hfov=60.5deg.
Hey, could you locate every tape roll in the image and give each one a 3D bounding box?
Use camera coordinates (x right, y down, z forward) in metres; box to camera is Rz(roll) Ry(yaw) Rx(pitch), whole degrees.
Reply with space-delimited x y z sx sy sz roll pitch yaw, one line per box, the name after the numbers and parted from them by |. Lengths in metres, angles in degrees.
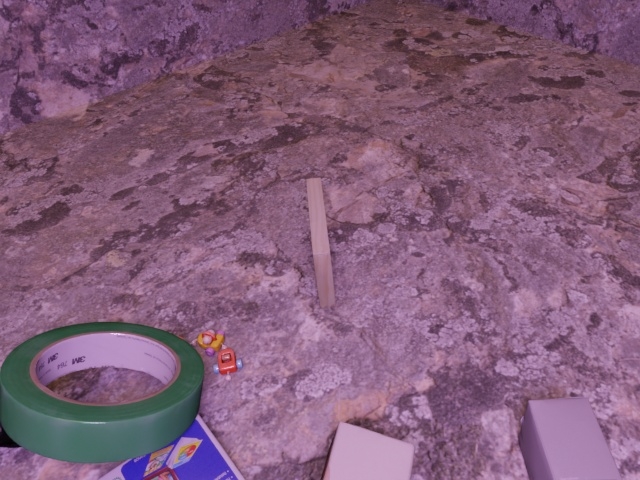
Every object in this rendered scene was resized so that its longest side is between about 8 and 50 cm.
-0.366 0.244 0.940 0.322 0.077 0.321 10 17 -3 | tape roll

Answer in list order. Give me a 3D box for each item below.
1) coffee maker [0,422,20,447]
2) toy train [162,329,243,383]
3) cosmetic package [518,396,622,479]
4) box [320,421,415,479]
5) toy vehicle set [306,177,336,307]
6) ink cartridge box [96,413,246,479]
-0.602 0.312 0.971 0.178 0.171 0.120 -16 65 -4 | coffee maker
-0.244 0.230 1.108 0.166 0.046 0.125 -9 41 -3 | toy train
0.377 0.367 0.811 0.107 0.127 0.237 -2 43 6 | cosmetic package
0.035 0.432 0.755 0.121 0.148 0.311 17 44 6 | box
0.000 0.000 1.245 0.035 0.165 0.266 -7 41 0 | toy vehicle set
-0.241 0.464 0.832 0.304 0.072 0.307 -30 48 -25 | ink cartridge box
